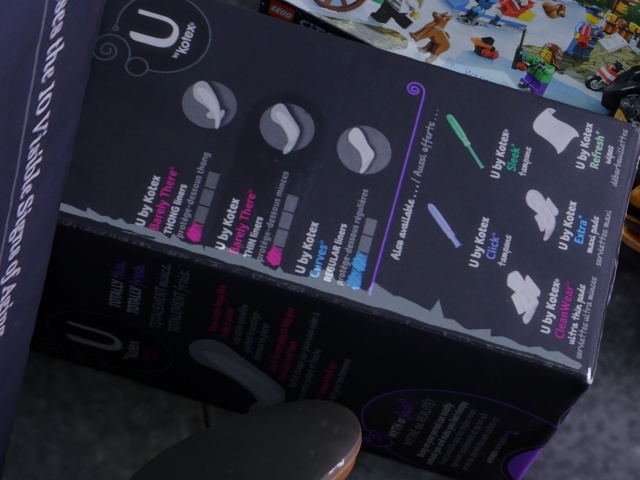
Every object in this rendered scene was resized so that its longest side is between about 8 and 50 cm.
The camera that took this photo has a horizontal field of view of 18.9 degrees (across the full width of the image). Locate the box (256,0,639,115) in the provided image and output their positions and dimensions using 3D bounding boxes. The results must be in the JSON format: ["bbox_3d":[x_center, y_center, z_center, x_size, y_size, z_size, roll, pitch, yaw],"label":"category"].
[{"bbox_3d":[0.101,-0.137,1.106,0.233,0.044,0.159,27,63,5],"label":"box"}]

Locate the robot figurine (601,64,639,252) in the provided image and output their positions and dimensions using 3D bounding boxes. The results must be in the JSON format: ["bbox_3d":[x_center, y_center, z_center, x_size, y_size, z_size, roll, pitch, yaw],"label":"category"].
[{"bbox_3d":[0.276,-0.046,1.048,0.291,0.085,0.211,-38,87,-31],"label":"robot figurine"}]

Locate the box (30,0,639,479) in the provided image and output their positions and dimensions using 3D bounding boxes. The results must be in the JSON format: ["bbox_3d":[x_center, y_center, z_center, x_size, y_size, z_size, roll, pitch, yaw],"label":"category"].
[{"bbox_3d":[0.000,0.000,0.952,0.270,0.165,0.143,17,62,-1],"label":"box"}]

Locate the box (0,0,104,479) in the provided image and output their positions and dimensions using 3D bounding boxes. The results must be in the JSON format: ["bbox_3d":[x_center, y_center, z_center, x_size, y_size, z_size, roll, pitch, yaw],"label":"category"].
[{"bbox_3d":[-0.326,0.065,0.640,0.297,0.480,0.472,31,50,8],"label":"box"}]

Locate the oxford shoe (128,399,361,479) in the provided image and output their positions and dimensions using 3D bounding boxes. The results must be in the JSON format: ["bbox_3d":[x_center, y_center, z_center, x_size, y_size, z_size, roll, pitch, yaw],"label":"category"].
[{"bbox_3d":[-0.064,0.154,0.916,0.212,0.076,0.076,-36,40,-13],"label":"oxford shoe"}]
